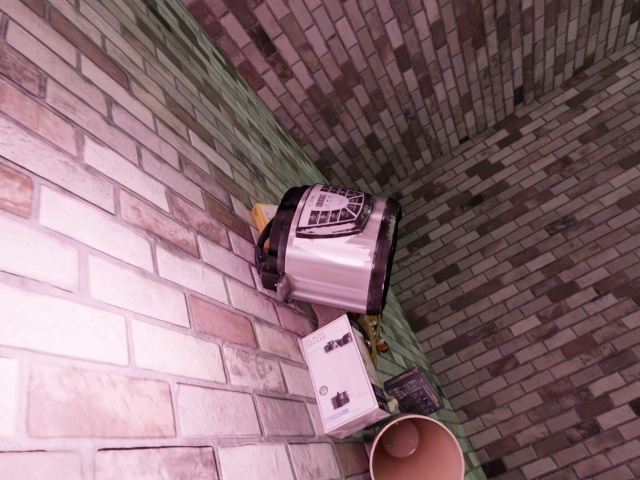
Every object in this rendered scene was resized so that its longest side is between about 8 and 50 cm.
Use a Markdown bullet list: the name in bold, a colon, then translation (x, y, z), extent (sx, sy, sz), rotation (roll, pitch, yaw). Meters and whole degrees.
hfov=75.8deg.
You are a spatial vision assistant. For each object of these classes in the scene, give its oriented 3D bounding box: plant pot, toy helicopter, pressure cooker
- **plant pot**: translation (0.266, 0.634, 1.246), extent (0.256, 0.257, 0.274), rotation (61, -4, 10)
- **toy helicopter**: translation (0.231, 0.446, 1.874), extent (0.355, 0.140, 0.234), rotation (-80, 148, -57)
- **pressure cooker**: translation (0.015, 0.023, 1.256), extent (0.370, 0.421, 0.375), rotation (4, 96, -76)

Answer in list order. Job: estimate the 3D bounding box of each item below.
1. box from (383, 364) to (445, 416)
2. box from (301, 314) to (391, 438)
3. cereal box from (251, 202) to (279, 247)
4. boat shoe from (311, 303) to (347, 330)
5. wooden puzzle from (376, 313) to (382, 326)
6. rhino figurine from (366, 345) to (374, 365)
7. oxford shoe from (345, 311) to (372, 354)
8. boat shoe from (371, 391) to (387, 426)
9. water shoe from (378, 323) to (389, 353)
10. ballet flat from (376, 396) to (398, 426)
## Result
- **box**: translation (0.417, 0.683, 1.822), extent (0.232, 0.183, 0.059), rotation (54, 13, -18)
- **box**: translation (0.063, 0.377, 1.159), extent (0.087, 0.169, 0.289), rotation (45, 20, -43)
- **cereal box**: translation (-0.117, -0.048, 1.496), extent (0.240, 0.047, 0.173), rotation (5, 50, -40)
- **boat shoe**: translation (0.057, 0.300, 1.443), extent (0.116, 0.123, 0.324), rotation (53, 14, -36)
- **wooden puzzle**: translation (0.306, 0.335, 2.214), extent (0.221, 0.044, 0.238), rotation (111, -22, -83)
- **rhino figurine**: translation (0.140, 0.410, 1.624), extent (0.106, 0.073, 0.243), rotation (38, 22, -51)
- **oxford shoe**: translation (0.167, 0.405, 1.755), extent (0.212, 0.076, 0.076), rotation (65, 6, 29)
- **boat shoe**: translation (0.139, 0.503, 1.271), extent (0.094, 0.109, 0.302), rotation (47, -18, 33)
- **water shoe**: translation (0.274, 0.476, 2.075), extent (0.203, 0.073, 0.080), rotation (64, -10, 4)
- **ballet flat**: translation (0.240, 0.613, 1.496), extent (0.083, 0.087, 0.247), rotation (62, 12, 15)
